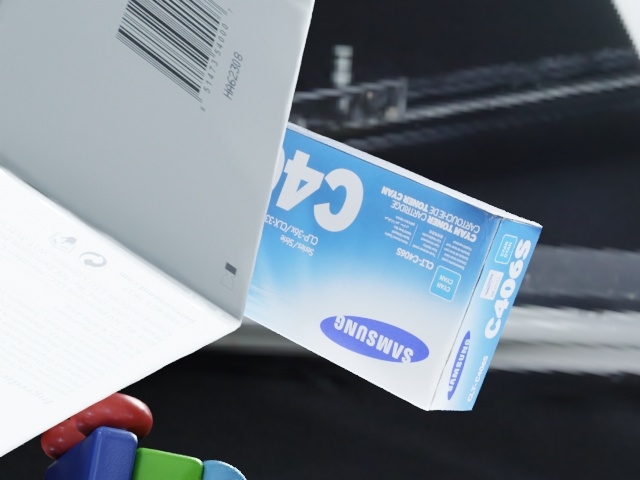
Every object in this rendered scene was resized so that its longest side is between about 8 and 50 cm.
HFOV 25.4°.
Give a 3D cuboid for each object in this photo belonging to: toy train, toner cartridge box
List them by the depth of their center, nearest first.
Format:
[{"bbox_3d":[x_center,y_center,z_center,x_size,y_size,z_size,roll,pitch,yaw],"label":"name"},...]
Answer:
[{"bbox_3d":[-0.097,0.167,0.807,0.143,0.248,0.105,14,-111,-16],"label":"toy train"},{"bbox_3d":[0.000,0.000,1.204,0.347,0.165,0.075,24,-172,34],"label":"toner cartridge box"}]

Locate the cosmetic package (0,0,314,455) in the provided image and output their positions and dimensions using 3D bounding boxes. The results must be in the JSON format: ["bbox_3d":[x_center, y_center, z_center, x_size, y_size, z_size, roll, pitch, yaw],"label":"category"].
[{"bbox_3d":[-0.137,-0.040,0.625,0.138,0.224,0.224,36,-137,-26],"label":"cosmetic package"}]
